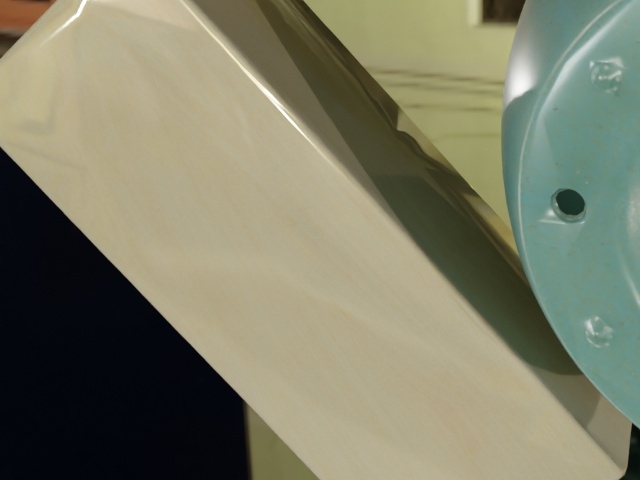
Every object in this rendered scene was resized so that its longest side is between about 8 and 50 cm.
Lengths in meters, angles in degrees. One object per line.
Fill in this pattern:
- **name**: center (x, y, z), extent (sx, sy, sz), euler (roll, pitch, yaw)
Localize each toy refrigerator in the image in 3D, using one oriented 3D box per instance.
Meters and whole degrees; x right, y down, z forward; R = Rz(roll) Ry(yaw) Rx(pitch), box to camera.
- **toy refrigerator**: center (0.000, 0.000, 0.559), extent (0.102, 0.269, 0.094), euler (-39, -172, 27)

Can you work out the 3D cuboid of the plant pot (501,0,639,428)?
- **plant pot**: center (0.199, -0.044, 0.485), extent (0.293, 0.293, 0.235), euler (10, -149, 30)
